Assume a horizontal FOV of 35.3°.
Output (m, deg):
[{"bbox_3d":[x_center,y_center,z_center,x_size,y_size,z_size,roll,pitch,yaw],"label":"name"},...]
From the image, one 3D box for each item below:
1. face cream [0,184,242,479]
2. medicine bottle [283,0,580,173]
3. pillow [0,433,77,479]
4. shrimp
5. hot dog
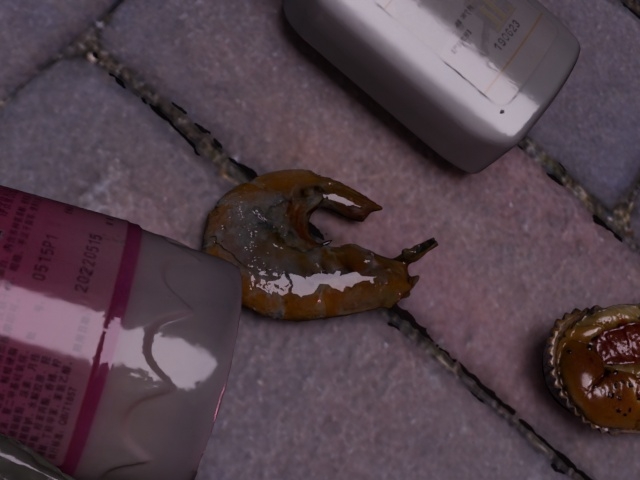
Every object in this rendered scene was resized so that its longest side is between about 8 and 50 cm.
[{"bbox_3d":[-0.165,0.066,0.641,0.194,0.175,0.175,16,67,-13],"label":"face cream"},{"bbox_3d":[0.069,-0.203,0.858,0.296,0.111,0.161,39,62,-6],"label":"medicine bottle"},{"bbox_3d":[-0.165,0.259,0.557,0.283,0.138,0.310,19,99,-14],"label":"pillow"},{"bbox_3d":[0.001,0.000,0.793,0.187,0.051,0.133,6,71,-16],"label":"shrimp"},{"bbox_3d":[0.299,0.101,0.860,0.252,0.069,0.131,-4,74,-20],"label":"hot dog"}]
